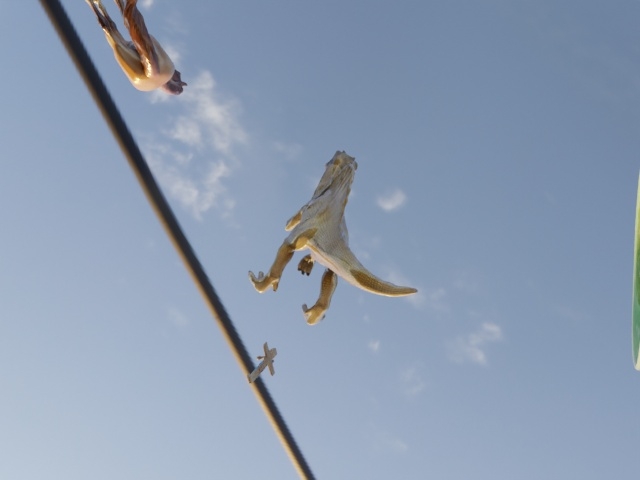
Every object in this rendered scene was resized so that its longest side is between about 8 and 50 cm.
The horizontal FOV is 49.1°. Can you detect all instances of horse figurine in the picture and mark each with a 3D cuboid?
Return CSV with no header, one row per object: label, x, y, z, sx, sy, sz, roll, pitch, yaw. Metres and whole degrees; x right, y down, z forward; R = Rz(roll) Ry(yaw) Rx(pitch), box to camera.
horse figurine,-0.233,-0.251,0.889,0.066,0.263,0.174,-33,-71,-5

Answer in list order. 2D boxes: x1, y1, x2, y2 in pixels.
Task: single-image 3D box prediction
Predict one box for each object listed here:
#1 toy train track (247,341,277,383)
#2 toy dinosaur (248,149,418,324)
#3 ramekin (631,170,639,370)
toy train track,-0.081,0.167,0.935,0.014,0.083,0.048,-7,-75,22
toy dinosaur,0.000,0.000,0.415,0.053,0.183,0.092,23,-66,-16
ramekin,0.488,0.022,0.896,0.148,0.303,0.303,3,-72,22
